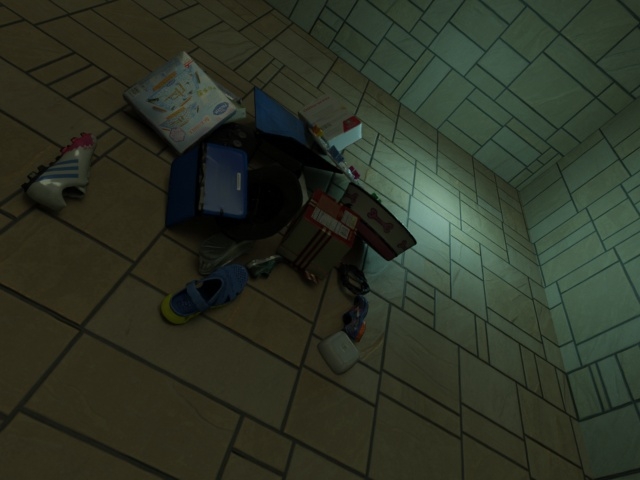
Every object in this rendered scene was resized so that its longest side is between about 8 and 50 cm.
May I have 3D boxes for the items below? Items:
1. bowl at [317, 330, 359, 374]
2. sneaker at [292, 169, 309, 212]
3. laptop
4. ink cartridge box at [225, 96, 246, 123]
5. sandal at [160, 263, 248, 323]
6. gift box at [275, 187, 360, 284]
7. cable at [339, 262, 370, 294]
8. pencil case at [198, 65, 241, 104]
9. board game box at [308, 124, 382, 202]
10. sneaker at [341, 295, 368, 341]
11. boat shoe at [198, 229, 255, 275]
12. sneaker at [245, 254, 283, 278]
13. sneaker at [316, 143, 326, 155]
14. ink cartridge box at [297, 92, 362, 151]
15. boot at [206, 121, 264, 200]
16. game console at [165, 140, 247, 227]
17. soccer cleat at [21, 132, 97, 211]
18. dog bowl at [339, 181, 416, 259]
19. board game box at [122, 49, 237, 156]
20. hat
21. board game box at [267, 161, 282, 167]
[{"bbox_3d":[0.076,0.401,1.527,0.142,0.053,0.142,-19,68,-49],"label":"bowl"},{"bbox_3d":[-0.111,-0.219,1.940,0.290,0.106,0.123,-88,153,-52],"label":"sneaker"},{"bbox_3d":[-0.104,-0.525,1.999,0.408,0.236,0.382,21,-1,40],"label":"laptop"},{"bbox_3d":[-0.477,-0.568,1.868,0.235,0.056,0.171,-26,48,-30],"label":"ink cartridge box"},{"bbox_3d":[-0.341,0.157,1.335,0.126,0.138,0.317,55,40,1],"label":"sandal"},{"bbox_3d":[0.000,0.000,1.672,0.276,0.258,0.255,36,39,-6],"label":"gift box"},{"bbox_3d":[0.148,0.174,1.795,0.151,0.047,0.184,29,26,-29],"label":"cable"},{"bbox_3d":[-0.521,-0.724,2.031,0.273,0.113,0.124,38,53,-6],"label":"pencil case"},{"bbox_3d":[0.120,-0.368,2.039,0.390,0.050,0.389,42,12,-33],"label":"board game box"},{"bbox_3d":[0.136,0.295,1.657,0.087,0.083,0.221,21,36,-4],"label":"sneaker"},{"bbox_3d":[-0.328,0.019,1.527,0.118,0.103,0.320,29,32,10],"label":"boat shoe"},{"bbox_3d":[-0.205,0.103,1.579,0.167,0.065,0.076,-13,80,-42],"label":"sneaker"},{"bbox_3d":[0.041,-0.572,2.365,0.083,0.098,0.223,29,40,-15],"label":"sneaker"},{"bbox_3d":[0.052,-0.640,2.299,0.226,0.131,0.306,-31,60,-11],"label":"ink cartridge box"},{"bbox_3d":[-0.335,-0.316,1.801,0.367,0.146,0.445,30,36,-16],"label":"boot"},{"bbox_3d":[-0.410,-0.189,1.516,0.251,0.173,0.292,8,64,-25],"label":"game console"},{"bbox_3d":[-0.802,-0.219,1.352,0.143,0.116,0.331,43,38,-25],"label":"soccer cleat"},{"bbox_3d":[0.233,-0.071,1.886,0.408,0.150,0.408,43,2,-2],"label":"dog bowl"},{"bbox_3d":[-0.570,-0.562,1.720,0.318,0.066,0.318,-45,98,-19],"label":"board game box"},{"bbox_3d":[-0.214,-0.116,1.545,0.134,0.332,0.331,63,4,-62],"label":"hat"},{"bbox_3d":[-0.213,-0.316,1.957,0.090,0.020,0.090,-31,75,-29],"label":"board game box"}]
